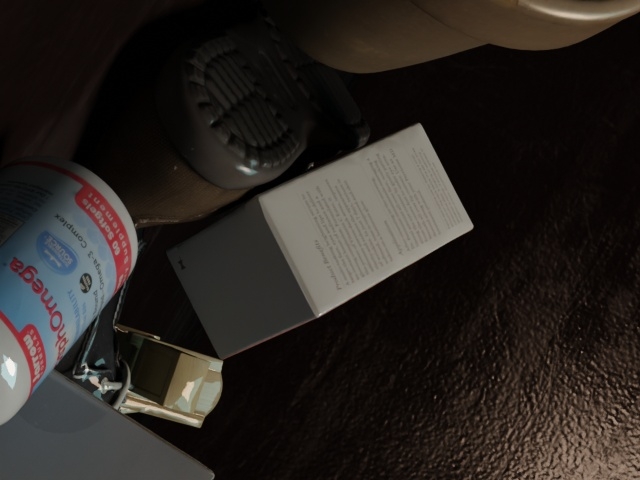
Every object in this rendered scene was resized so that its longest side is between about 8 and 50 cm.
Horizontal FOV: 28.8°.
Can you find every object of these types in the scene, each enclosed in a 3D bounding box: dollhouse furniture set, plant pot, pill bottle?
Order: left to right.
[{"bbox_3d":[-0.160,0.034,0.594,0.160,0.087,0.087,-57,178,-47],"label":"pill bottle"},{"bbox_3d":[-0.144,0.158,0.995,0.182,0.101,0.161,13,-97,52],"label":"dollhouse furniture set"},{"bbox_3d":[0.066,-0.216,0.799,0.229,0.263,0.263,-28,-155,55],"label":"plant pot"}]

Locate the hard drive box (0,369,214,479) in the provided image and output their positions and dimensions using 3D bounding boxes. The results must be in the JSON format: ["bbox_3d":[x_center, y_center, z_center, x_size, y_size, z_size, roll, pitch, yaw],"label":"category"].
[{"bbox_3d":[-0.177,0.158,0.734,0.089,0.181,0.232,-56,176,-32],"label":"hard drive box"}]

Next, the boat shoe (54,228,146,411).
[{"bbox_3d":[-0.184,0.105,0.903,0.301,0.102,0.108,-59,178,16],"label":"boat shoe"}]

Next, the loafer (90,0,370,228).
[{"bbox_3d":[-0.070,-0.092,0.915,0.130,0.134,0.366,-30,180,19],"label":"loafer"}]

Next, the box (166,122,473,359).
[{"bbox_3d":[0.000,0.000,0.903,0.170,0.091,0.130,-27,180,-39],"label":"box"}]
